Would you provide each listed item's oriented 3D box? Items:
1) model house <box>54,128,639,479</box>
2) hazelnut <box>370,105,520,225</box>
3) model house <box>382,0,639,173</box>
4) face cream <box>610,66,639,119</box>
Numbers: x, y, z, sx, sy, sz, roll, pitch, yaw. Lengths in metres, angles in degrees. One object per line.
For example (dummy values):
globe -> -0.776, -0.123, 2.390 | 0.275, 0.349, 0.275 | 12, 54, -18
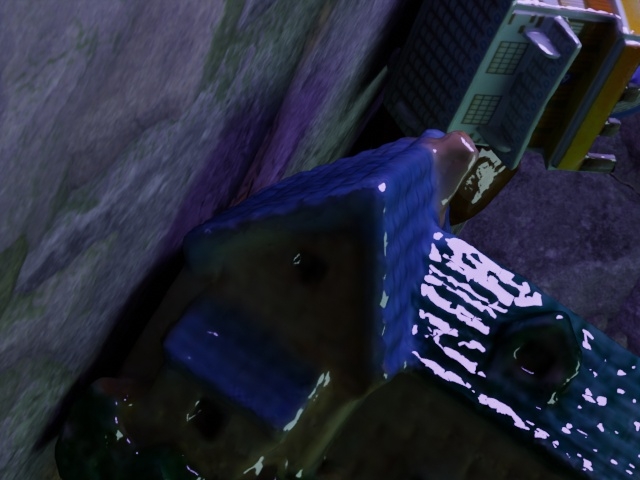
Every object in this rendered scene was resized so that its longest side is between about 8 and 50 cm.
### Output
model house -> 0.063, 0.108, 1.271 | 0.343, 0.382, 0.334 | -55, 175, 17
hazelnut -> 0.118, -0.095, 1.703 | 0.201, 0.160, 0.170 | -23, -156, 43
model house -> 0.191, -0.194, 1.504 | 0.224, 0.215, 0.198 | 114, -27, -49
face cream -> 0.301, -0.262, 1.772 | 0.249, 0.249, 0.225 | -58, 172, 2
